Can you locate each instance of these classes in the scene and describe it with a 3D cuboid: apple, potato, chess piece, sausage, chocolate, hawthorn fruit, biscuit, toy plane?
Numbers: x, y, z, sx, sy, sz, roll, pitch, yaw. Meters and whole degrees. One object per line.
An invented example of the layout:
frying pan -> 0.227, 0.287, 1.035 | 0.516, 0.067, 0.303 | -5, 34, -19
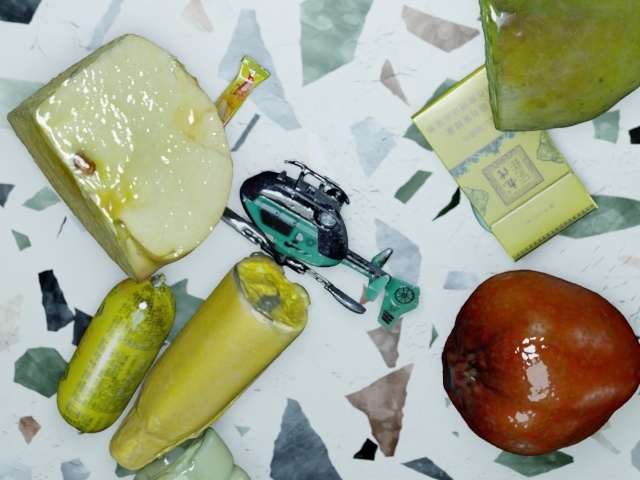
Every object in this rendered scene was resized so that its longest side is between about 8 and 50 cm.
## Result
apple -> -0.292, -0.112, 1.586 | 0.314, 0.252, 0.309 | -27, 112, 24
potato -> 0.354, -0.305, 1.453 | 0.280, 0.213, 0.330 | -10, 106, 3
chess piece -> -0.131, 0.540, 1.900 | 0.234, 0.234, 0.442 | -32, 103, 17
sausage -> -0.341, 0.188, 1.796 | 0.123, 0.123, 0.347 | 29, 113, -8
chocolate -> -0.201, 0.220, 1.801 | 0.162, 0.162, 0.445 | 37, 116, -12
hawthorn fruit -> 0.339, 0.187, 1.661 | 0.311, 0.295, 0.295 | -12, 113, 6
biscuit -> -0.180, -0.164, 1.678 | 0.048, 0.026, 0.292 | 33, 114, -17
toy plane -> 0.000, 0.000, 1.701 | 0.381, 0.106, 0.155 | 31, 119, -10

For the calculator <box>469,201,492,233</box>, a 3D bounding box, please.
calculator -> 0.277, -0.080, 1.679 | 0.095, 0.021, 0.153 | -9, 114, 8

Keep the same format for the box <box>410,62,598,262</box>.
box -> 0.277, -0.119, 1.630 | 0.153, 0.041, 0.279 | -35, 101, 9
